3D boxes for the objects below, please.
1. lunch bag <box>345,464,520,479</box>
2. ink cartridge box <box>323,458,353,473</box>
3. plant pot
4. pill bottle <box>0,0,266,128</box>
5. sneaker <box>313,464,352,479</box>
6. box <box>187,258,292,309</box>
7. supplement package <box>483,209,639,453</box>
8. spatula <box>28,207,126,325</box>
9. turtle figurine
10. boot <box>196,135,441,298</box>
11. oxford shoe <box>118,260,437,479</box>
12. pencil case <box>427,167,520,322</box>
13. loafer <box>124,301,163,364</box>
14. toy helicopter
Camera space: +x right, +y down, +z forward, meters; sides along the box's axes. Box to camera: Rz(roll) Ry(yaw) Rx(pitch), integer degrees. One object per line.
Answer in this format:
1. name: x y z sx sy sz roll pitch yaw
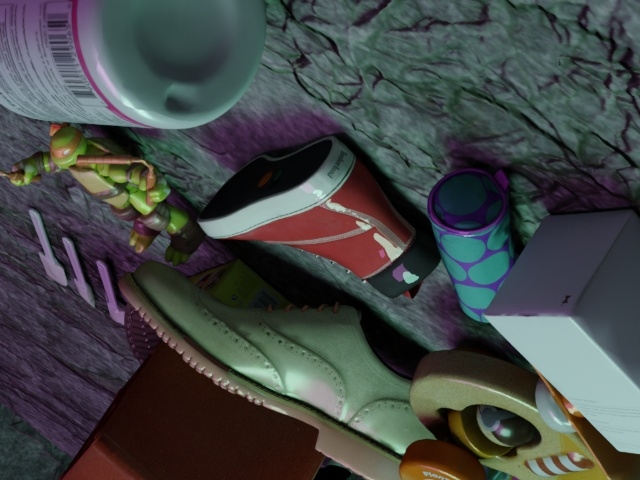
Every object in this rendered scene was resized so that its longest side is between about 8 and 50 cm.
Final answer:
1. lunch bag: 0.192 0.333 1.680 0.223 0.160 0.262 0 134 55
2. ink cartridge box: -0.020 0.452 2.048 0.072 0.303 0.307 29 159 18
3. plant pot: -0.160 0.272 1.777 0.236 0.267 0.267 37 140 -5
4. pill bottle: -0.187 -0.173 1.173 0.283 0.160 0.160 9 147 50
5. sneaker: 0.001 0.326 1.781 0.107 0.124 0.283 36 166 -15
6. box: -0.120 0.081 1.752 0.087 0.058 0.232 42 158 -14
7. supplement package: 0.234 0.073 1.133 0.179 0.105 0.105 44 158 -22
8. spatula: -0.333 0.043 2.056 0.168 0.019 0.242 36 159 14
9. turtle figurine: -0.231 -0.064 1.573 0.270 0.087 0.217 4 152 37
10. boot: 0.000 0.000 1.367 0.176 0.088 0.244 43 154 -22
11. oxford shoe: -0.028 0.116 1.585 0.397 0.146 0.140 32 -177 1
12. pencil case: 0.133 0.005 1.199 0.064 0.070 0.151 64 -179 35
13. loafer: -0.165 0.159 1.942 0.102 0.092 0.268 3 133 41
14. toy helicopter: 0.254 0.186 1.369 0.355 0.140 0.235 22 148 7
